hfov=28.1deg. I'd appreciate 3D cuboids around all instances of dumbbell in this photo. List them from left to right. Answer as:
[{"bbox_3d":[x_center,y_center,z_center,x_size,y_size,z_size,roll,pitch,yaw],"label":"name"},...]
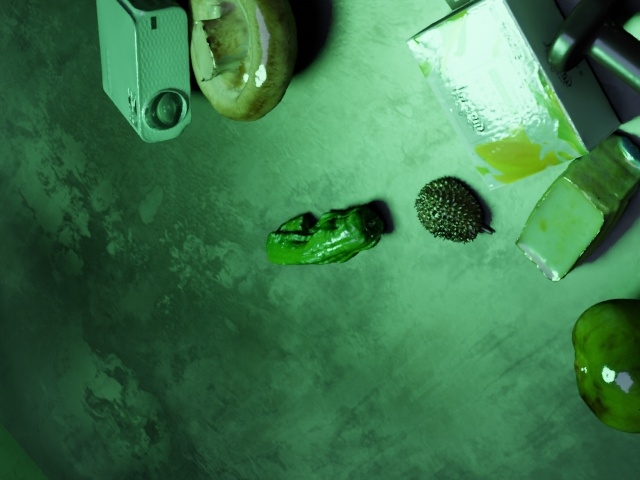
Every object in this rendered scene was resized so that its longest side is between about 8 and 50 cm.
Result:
[{"bbox_3d":[0.416,-0.225,1.666,0.225,0.124,0.140,39,98,13],"label":"dumbbell"}]

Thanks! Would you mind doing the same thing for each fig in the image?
[{"bbox_3d":[0.484,0.179,1.869,0.225,0.203,0.203,-8,118,2],"label":"fig"}]

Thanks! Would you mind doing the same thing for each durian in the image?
[{"bbox_3d":[0.205,-0.033,2.042,0.140,0.071,0.110,29,134,18],"label":"durian"}]

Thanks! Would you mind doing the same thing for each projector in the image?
[{"bbox_3d":[-0.303,-0.326,2.225,0.198,0.108,0.250,49,145,47],"label":"projector"}]

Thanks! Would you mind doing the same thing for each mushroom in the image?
[{"bbox_3d":[-0.131,-0.329,2.082,0.278,0.146,0.278,33,131,49],"label":"mushroom"}]

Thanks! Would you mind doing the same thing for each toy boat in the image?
[{"bbox_3d":[0.373,-0.037,1.876,0.111,0.084,0.276,45,139,12],"label":"toy boat"}]

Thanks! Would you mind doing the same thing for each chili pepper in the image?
[{"bbox_3d":[0.001,-0.001,2.225,0.253,0.099,0.083,-9,129,45],"label":"chili pepper"}]

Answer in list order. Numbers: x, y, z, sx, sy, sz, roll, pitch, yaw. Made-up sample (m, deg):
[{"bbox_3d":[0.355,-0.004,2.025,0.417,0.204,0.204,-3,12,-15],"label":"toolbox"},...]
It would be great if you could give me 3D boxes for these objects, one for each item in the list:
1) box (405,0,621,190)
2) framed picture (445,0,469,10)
[{"bbox_3d":[0.272,-0.223,1.820,0.194,0.111,0.260,-23,103,48],"label":"box"},{"bbox_3d":[0.179,-0.456,1.784,0.184,0.016,0.250,-21,112,47],"label":"framed picture"}]
